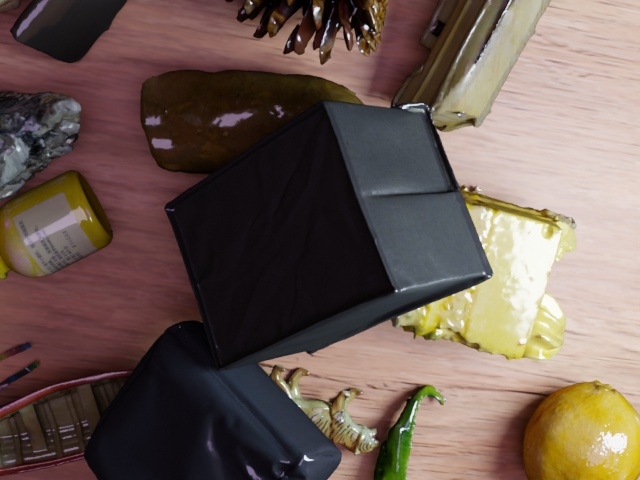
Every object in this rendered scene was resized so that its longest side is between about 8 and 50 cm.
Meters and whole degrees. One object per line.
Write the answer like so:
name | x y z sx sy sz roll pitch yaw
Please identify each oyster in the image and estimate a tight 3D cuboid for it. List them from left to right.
oyster | -0.480 -0.129 1.333 0.351 0.158 0.162 -19 130 11

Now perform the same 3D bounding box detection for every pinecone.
pinecone | -0.016 -0.373 1.314 0.264 0.264 0.264 -1 100 -8

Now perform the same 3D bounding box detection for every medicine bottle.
medicine bottle | -0.416 -0.003 1.370 0.212 0.122 0.122 -27 103 -3

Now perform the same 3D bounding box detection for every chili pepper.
chili pepper | 0.113 0.403 1.550 0.085 0.076 0.359 19 98 -8

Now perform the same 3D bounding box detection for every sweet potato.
sweet potato | -0.069 -0.170 1.380 0.369 0.158 0.158 -3 100 -8

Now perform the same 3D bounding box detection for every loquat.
loquat | 0.414 0.335 1.522 0.176 0.187 0.234 14 106 -21

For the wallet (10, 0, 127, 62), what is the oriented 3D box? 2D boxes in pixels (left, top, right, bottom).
wallet | -0.283 -0.377 1.296 0.042 0.165 0.309 41 98 7

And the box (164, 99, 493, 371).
box | 0.001 0.000 1.268 0.345 0.204 0.251 -29 74 38

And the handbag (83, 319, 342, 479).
handbag | -0.151 0.302 1.344 0.302 0.178 0.275 42 104 25

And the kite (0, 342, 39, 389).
kite | -0.534 0.256 1.454 0.285 0.015 0.152 -28 105 -2

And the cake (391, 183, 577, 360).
cake | 0.238 0.044 1.430 0.286 0.222 0.227 12 100 -11

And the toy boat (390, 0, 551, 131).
toy boat | 0.249 -0.355 1.378 0.136 0.162 0.445 9 119 -39

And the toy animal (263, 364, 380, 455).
toy animal | -0.006 0.265 1.513 0.241 0.057 0.099 21 96 -12

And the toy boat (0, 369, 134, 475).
toy boat | -0.399 0.268 1.431 0.392 0.079 0.136 -15 114 -10

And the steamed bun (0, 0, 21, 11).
steamed bun | -0.370 -0.510 1.279 0.247 0.189 0.428 6 102 9
